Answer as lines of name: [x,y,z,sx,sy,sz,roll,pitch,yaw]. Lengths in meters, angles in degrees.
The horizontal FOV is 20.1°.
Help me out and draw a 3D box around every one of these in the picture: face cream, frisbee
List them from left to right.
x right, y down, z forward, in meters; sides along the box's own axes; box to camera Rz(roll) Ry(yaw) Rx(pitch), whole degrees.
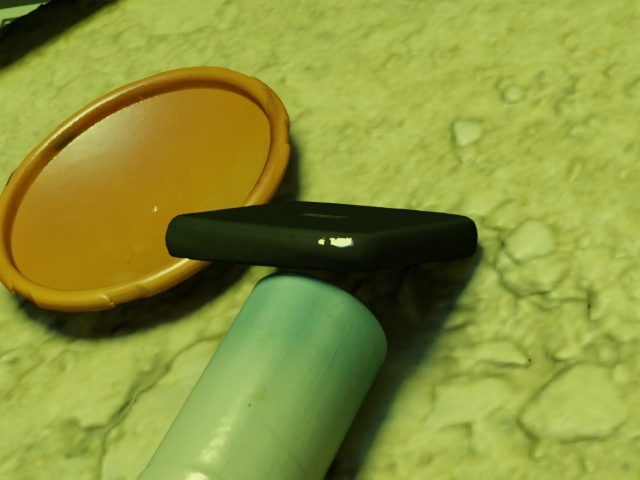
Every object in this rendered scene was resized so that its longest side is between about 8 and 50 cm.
frisbee: [-0.102,-0.026,1.046,0.192,0.035,0.192,-17,41,15]
face cream: [-0.051,0.129,0.820,0.077,0.077,0.250,4,49,33]

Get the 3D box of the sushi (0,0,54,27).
sushi: [-0.241,-0.197,1.301,0.219,0.047,0.231,-30,44,-10]

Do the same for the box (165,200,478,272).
box: [0.000,0.000,0.917,0.126,0.027,0.125,6,8,33]
